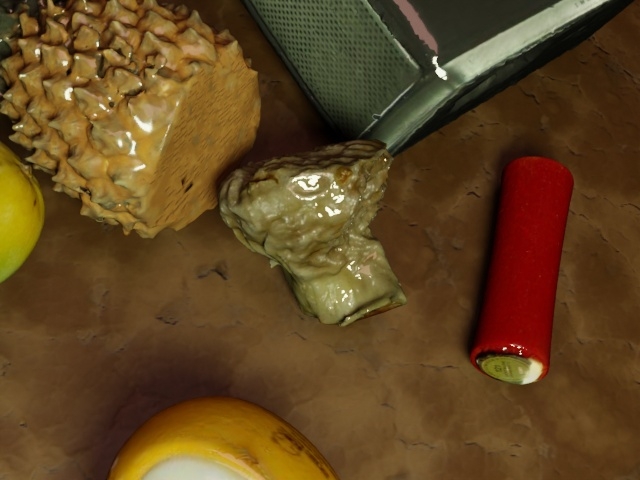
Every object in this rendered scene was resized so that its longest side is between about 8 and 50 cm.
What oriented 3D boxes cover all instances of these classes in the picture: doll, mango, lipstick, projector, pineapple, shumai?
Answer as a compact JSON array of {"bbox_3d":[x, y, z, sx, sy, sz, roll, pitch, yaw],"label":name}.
[{"bbox_3d":[-0.092,0.245,0.921,0.236,0.213,0.213,-45,76,13],"label":"doll"},{"bbox_3d":[-0.370,-0.032,1.026,0.251,0.114,0.156,9,97,8],"label":"mango"},{"bbox_3d":[0.206,0.026,1.171,0.080,0.080,0.241,18,59,-5],"label":"lipstick"},{"bbox_3d":[0.106,-0.349,1.231,0.395,0.242,0.405,-32,86,-27],"label":"projector"},{"bbox_3d":[-0.244,-0.163,1.099,0.357,0.223,0.223,31,57,17],"label":"pineapple"},{"bbox_3d":[0.000,0.000,1.086,0.166,0.206,0.175,-12,91,15],"label":"shumai"}]
